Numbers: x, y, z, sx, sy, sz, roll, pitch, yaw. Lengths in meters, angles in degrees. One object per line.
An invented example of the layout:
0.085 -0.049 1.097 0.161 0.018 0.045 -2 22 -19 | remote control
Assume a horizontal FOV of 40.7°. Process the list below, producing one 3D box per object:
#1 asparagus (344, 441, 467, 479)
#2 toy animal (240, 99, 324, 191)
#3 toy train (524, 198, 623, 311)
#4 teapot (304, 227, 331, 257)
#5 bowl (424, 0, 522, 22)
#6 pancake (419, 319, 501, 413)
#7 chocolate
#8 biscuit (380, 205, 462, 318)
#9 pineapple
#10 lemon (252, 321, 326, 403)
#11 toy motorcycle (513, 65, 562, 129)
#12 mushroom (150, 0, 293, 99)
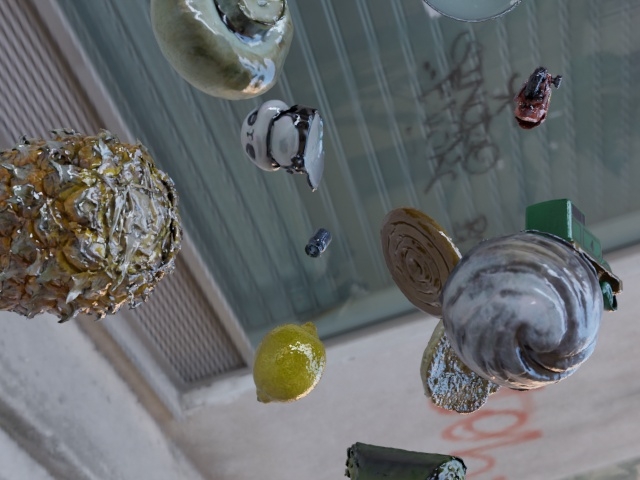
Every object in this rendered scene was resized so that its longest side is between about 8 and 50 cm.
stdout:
0.135 0.459 1.688 0.382 0.128 0.108 -9 -63 55 | asparagus
-0.079 -0.197 1.736 0.138 0.179 0.166 -7 111 -59 | toy animal
0.636 0.051 2.223 0.429 0.178 0.249 28 60 -48 | toy train
0.001 0.004 2.167 0.049 0.064 0.083 61 36 -23 | teapot
0.273 -0.604 1.687 0.157 0.337 0.337 40 -27 61 | bowl
0.395 0.297 2.258 0.065 0.356 0.356 29 -34 50 | pancake
0.368 0.132 1.507 0.213 0.303 0.303 -35 107 -85 | chocolate
0.208 0.052 1.784 0.262 0.037 0.262 41 -34 35 | biscuit
-0.407 -0.025 1.424 0.352 0.300 0.352 16 71 -55 | pineapple
-0.080 0.314 2.211 0.187 0.244 0.187 32 -19 13 | lemon
0.591 -0.390 2.378 0.171 0.089 0.298 -65 166 11 | toy motorcycle
-0.207 -0.480 1.931 0.352 0.260 0.352 17 64 -39 | mushroom
